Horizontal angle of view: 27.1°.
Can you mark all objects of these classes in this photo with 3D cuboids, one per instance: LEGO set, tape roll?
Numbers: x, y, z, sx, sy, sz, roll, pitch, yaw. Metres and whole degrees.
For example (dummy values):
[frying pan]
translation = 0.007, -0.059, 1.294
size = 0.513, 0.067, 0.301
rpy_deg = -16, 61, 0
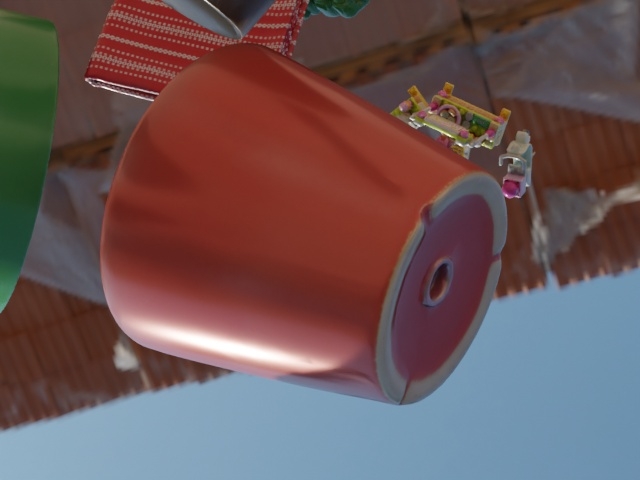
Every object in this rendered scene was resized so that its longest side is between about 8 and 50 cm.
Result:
[LEGO set]
translation = 0.119, -0.122, 1.656
size = 0.287, 0.132, 0.107
rpy_deg = 5, -160, 28
[tape roll]
translation = -0.352, -0.082, 1.399
size = 0.077, 0.321, 0.321
rpy_deg = 10, -174, -23

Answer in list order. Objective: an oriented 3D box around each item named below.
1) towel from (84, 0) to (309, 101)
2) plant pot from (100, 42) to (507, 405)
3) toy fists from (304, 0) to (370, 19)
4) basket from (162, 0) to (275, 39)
[towel]
translation = -0.116, -0.254, 1.412
size = 0.199, 0.031, 0.275
rpy_deg = 14, -121, 2
[plant pot]
translation = 0.000, 0.000, 1.077
size = 0.243, 0.275, 0.275
rpy_deg = 21, -144, 30
[toy fists]
translation = -0.065, -0.358, 1.720
size = 0.279, 0.096, 0.142
rpy_deg = 14, 166, 7
[basket]
translation = -0.064, -0.304, 1.158
size = 0.227, 0.204, 0.154
rpy_deg = -58, 167, -5
